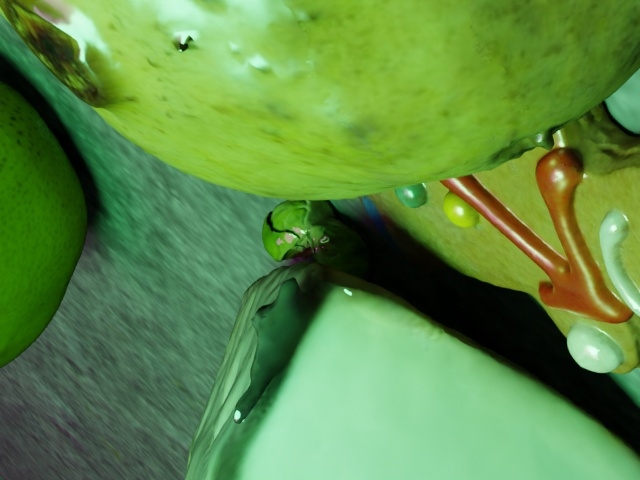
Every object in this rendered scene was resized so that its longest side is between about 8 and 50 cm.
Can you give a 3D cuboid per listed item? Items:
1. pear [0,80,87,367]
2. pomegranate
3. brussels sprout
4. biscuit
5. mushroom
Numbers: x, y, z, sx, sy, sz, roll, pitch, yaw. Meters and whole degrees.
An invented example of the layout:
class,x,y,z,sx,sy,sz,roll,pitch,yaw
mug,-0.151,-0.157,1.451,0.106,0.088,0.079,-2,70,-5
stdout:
class,x,y,z,sx,sy,sz,roll,pitch,yaw
pear,-0.336,-0.009,1.402,0.294,0.294,0.294,42,157,22
pomegranate,-0.005,-0.150,0.533,0.281,0.281,0.281,42,157,22
brussels sprout,0.001,0.000,1.068,0.083,0.046,0.051,22,141,33
biscuit,0.106,-0.019,0.820,0.324,0.049,0.205,25,146,45
mushroom,0.051,0.163,1.064,0.313,0.224,0.397,23,175,-9
